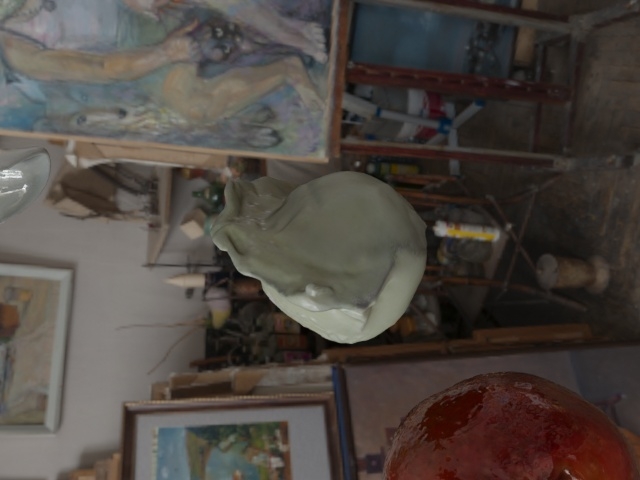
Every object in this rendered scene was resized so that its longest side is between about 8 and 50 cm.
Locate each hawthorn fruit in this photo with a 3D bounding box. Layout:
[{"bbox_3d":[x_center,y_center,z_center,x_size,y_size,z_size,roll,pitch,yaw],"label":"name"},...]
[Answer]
[{"bbox_3d":[0.140,0.184,0.465,0.225,0.196,0.197,94,174,-71],"label":"hawthorn fruit"}]

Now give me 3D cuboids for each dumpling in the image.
[{"bbox_3d":[0.000,0.000,0.594,0.147,0.193,0.258,-65,-15,20],"label":"dumpling"}]

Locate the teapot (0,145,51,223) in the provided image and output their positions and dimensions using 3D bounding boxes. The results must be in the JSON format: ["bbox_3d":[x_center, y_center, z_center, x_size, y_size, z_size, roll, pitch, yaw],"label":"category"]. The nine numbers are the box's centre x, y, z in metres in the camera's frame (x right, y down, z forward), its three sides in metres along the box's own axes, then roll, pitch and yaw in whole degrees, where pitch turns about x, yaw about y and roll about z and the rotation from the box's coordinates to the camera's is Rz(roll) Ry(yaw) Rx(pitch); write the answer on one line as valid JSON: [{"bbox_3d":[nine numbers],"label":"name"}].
[{"bbox_3d":[-0.294,-0.011,0.317,0.139,0.298,0.204,49,153,12],"label":"teapot"}]
